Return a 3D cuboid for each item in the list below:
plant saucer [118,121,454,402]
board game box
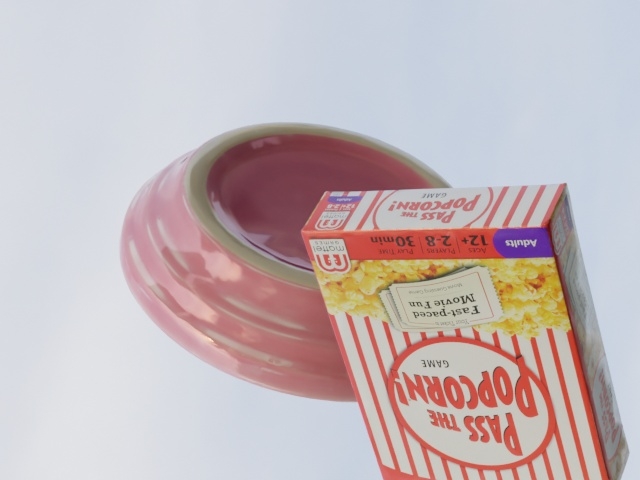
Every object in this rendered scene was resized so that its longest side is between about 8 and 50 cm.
[{"bbox_3d":[0.000,0.000,1.560,0.332,0.332,0.084,-28,-37,-45],"label":"plant saucer"},{"bbox_3d":[0.086,0.060,1.063,0.045,0.147,0.193,-59,-41,-48],"label":"board game box"}]
